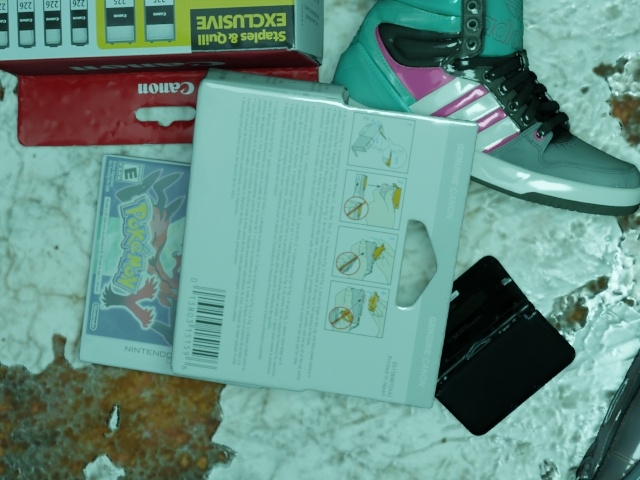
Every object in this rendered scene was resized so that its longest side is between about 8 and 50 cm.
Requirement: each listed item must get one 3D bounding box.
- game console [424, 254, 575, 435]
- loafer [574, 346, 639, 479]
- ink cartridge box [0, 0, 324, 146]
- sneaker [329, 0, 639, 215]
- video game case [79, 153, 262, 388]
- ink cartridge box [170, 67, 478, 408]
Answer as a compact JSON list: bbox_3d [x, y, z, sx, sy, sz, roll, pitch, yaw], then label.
[{"bbox_3d":[0.148,0.095,1.401,0.122,0.071,0.107,-41,52,9],"label":"game console"},{"bbox_3d":[0.284,0.185,1.344,0.109,0.095,0.302,22,99,-31],"label":"loafer"},{"bbox_3d":[-0.158,-0.225,1.402,0.309,0.130,0.272,-1,89,12],"label":"ink cartridge box"},{"bbox_3d":[0.161,-0.146,1.340,0.295,0.124,0.178,22,108,12],"label":"sneaker"},{"bbox_3d":[-0.129,0.028,1.454,0.183,0.023,0.201,7,92,12],"label":"video game case"},{"bbox_3d":[0.000,0.000,1.358,0.239,0.060,0.275,8,109,1],"label":"ink cartridge box"}]
